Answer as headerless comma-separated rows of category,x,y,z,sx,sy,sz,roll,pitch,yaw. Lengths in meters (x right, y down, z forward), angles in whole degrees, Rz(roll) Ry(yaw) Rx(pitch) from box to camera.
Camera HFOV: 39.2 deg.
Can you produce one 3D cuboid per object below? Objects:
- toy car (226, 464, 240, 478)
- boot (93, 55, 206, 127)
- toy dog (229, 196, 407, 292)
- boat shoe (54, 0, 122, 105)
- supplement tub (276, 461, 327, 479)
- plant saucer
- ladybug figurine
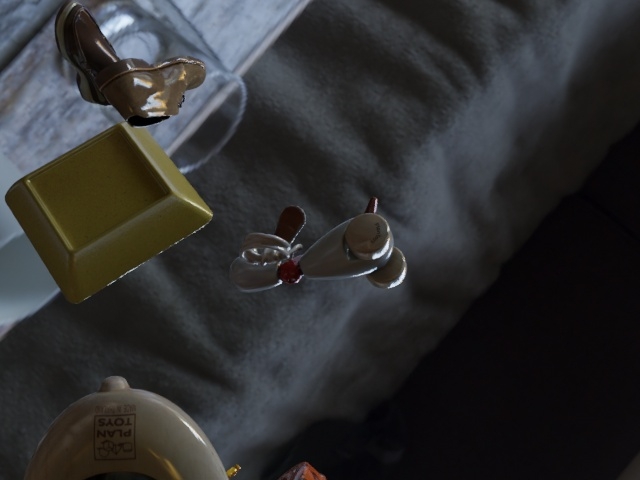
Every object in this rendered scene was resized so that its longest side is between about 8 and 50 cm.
toy car,-0.193,0.384,1.495,0.122,0.060,0.041,-35,173,38
boot,-0.295,-0.273,1.672,0.112,0.115,0.305,-31,-179,27
toy dog,0.000,0.000,1.691,0.334,0.160,0.220,3,147,-7
boat shoe,-0.404,-0.337,1.647,0.257,0.095,0.095,85,27,-66
supplement tub,0.053,0.385,0.850,0.207,0.338,0.207,-46,179,-1
plant saucer,-0.441,-0.088,1.815,0.333,0.333,0.081,-33,151,-15
ladybug figurine,-0.259,0.405,1.270,0.162,0.305,0.449,-83,171,-82
